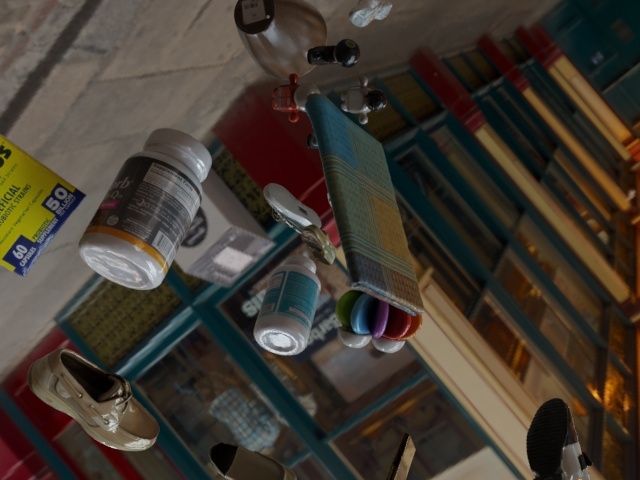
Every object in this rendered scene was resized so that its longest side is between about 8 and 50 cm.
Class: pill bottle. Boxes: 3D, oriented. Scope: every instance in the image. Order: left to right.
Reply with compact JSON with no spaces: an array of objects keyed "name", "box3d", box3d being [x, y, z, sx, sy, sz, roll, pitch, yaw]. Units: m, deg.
[{"name":"pill bottle","box3d":[-0.313,-0.062,1.325,0.162,0.162,0.278,-42,-156,57]},{"name":"pill bottle","box3d":[-0.082,0.167,1.950,0.146,0.146,0.264,-41,-155,45]}]

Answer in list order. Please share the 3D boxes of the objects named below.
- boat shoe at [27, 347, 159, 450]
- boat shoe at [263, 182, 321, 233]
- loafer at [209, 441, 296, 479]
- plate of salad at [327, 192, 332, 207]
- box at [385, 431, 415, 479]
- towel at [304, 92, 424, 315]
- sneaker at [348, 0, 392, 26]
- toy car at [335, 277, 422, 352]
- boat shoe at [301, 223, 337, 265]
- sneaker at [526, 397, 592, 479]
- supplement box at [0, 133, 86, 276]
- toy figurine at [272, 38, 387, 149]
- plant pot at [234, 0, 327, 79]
[{"name":"boat shoe","box3d":[-0.477,0.356,1.591,0.110,0.341,0.121,-33,-145,23]},{"name":"boat shoe","box3d":[-0.086,-0.072,1.862,0.070,0.077,0.219,-28,140,23]},{"name":"loafer","box3d":[-0.169,0.537,1.667,0.269,0.092,0.102,3,-120,43]},{"name":"plate of salad","box3d":[0.097,-0.083,2.228,0.048,0.200,0.200,-50,-178,-21]},{"name":"box","box3d":[0.199,0.583,1.818,0.201,0.021,0.164,66,44,-61]},{"name":"towel","box3d":[0.080,-0.061,1.287,0.040,0.370,0.271,-23,153,24]},{"name":"sneaker","box3d":[0.106,-0.547,1.703,0.152,0.061,0.053,-32,160,-46]},{"name":"toy car","box3d":[0.125,0.156,1.496,0.136,0.182,0.159,-152,-107,-74]},{"name":"boat shoe","box3d":[0.002,0.001,1.558,0.048,0.056,0.153,-59,149,-18]},{"name":"sneaker","box3d":[0.588,0.553,1.735,0.122,0.146,0.330,-28,-135,49]},{"name":"supplement box","box3d":[-0.649,-0.122,1.309,0.194,0.356,0.195,-56,-146,-8]},{"name":"toy figurine","box3d":[0.028,-0.307,1.562,0.213,0.209,0.148,-50,-149,-17]},{"name":"plant pot","box3d":[-0.121,-0.536,1.799,0.215,0.215,0.230,-40,167,14]}]
